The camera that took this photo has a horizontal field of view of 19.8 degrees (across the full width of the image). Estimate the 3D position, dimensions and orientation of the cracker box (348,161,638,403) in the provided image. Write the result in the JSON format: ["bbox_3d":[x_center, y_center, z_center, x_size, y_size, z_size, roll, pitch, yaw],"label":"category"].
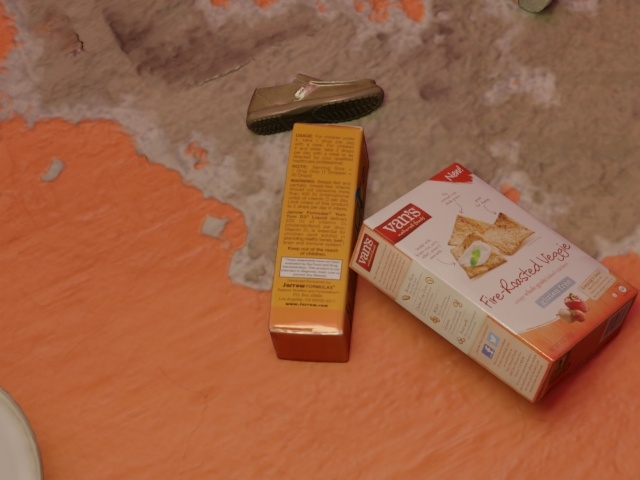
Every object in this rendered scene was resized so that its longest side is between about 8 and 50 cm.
[{"bbox_3d":[0.166,0.036,1.759,0.232,0.067,0.156,36,44,21],"label":"cracker box"}]

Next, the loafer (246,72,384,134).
[{"bbox_3d":[-0.008,-0.151,1.912,0.148,0.056,0.050,-10,69,1],"label":"loafer"}]

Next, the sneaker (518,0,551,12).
[{"bbox_3d":[0.192,-0.403,1.989,0.182,0.127,0.315,-40,73,-17],"label":"sneaker"}]

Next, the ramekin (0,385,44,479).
[{"bbox_3d":[-0.374,0.222,1.648,0.273,0.127,0.272,6,79,-34],"label":"ramekin"}]

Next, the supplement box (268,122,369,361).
[{"bbox_3d":[0.000,0.000,1.825,0.080,0.078,0.233,1,64,7],"label":"supplement box"}]
